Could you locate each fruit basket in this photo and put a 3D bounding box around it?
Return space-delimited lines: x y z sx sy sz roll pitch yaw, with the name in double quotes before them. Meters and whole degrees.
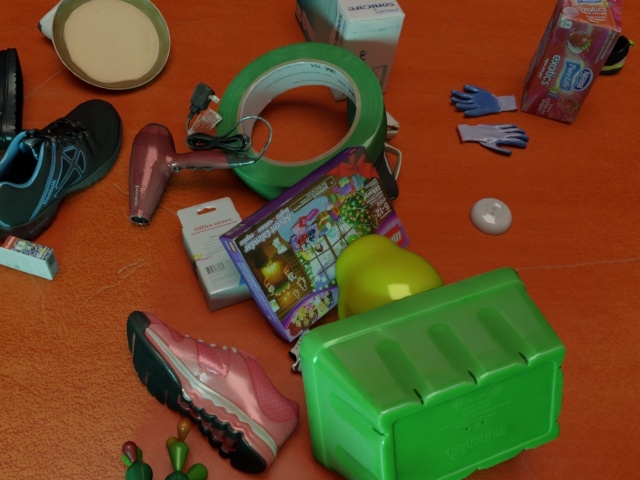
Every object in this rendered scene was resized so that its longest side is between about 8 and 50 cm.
"fruit basket" 0.135 0.163 1.085 0.391 0.283 0.392 -5 27 2

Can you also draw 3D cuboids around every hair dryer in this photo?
"hair dryer" -0.250 -0.152 1.293 0.293 0.080 0.223 -49 56 -3

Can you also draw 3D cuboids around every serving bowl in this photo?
"serving bowl" 0.333 -0.052 1.384 0.083 0.027 0.083 3 56 -5

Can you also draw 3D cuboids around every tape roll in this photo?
"tape roll" -0.036 -0.226 1.361 0.321 0.077 0.322 -4 65 10

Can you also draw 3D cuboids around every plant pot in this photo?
"plant pot" -0.432 -0.418 1.483 0.236 0.032 0.237 4 77 -20

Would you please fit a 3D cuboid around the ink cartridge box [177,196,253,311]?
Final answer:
"ink cartridge box" -0.173 0.020 1.240 0.104 0.062 0.181 -17 60 -19

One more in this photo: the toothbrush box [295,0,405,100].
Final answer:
"toothbrush box" 0.052 -0.483 1.532 0.126 0.216 0.296 -11 57 -15

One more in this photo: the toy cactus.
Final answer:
"toy cactus" -0.203 0.333 0.963 0.219 0.112 0.180 30 16 24

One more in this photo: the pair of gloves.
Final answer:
"pair of gloves" 0.364 -0.263 1.541 0.159 0.023 0.198 2 54 -7

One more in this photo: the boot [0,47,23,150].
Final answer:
"boot" -0.675 -0.266 1.348 0.207 0.094 0.247 -2 62 -14

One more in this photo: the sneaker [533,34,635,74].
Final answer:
"sneaker" 0.609 -0.443 1.656 0.234 0.097 0.084 -5 56 -11

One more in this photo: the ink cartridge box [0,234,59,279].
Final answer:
"ink cartridge box" -0.498 0.024 1.190 0.115 0.063 0.029 17 56 4

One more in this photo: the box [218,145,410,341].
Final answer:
"box" 0.000 0.000 1.199 0.293 0.201 0.057 -38 23 -25

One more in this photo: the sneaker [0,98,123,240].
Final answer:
"sneaker" -0.466 -0.152 1.272 0.125 0.140 0.341 20 54 8

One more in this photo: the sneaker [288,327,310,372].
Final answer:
"sneaker" -0.034 0.175 1.169 0.036 0.032 0.083 2 54 -7

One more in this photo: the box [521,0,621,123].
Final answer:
"box" 0.525 -0.390 1.508 0.122 0.257 0.128 16 54 5

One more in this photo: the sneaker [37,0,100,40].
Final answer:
"sneaker" -0.505 -0.520 1.552 0.091 0.094 0.258 31 57 8

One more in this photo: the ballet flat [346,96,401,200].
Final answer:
"ballet flat" 0.108 -0.191 1.420 0.096 0.095 0.281 5 64 -16

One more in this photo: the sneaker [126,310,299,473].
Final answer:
"sneaker" -0.165 0.210 1.097 0.314 0.116 0.136 41 49 11
